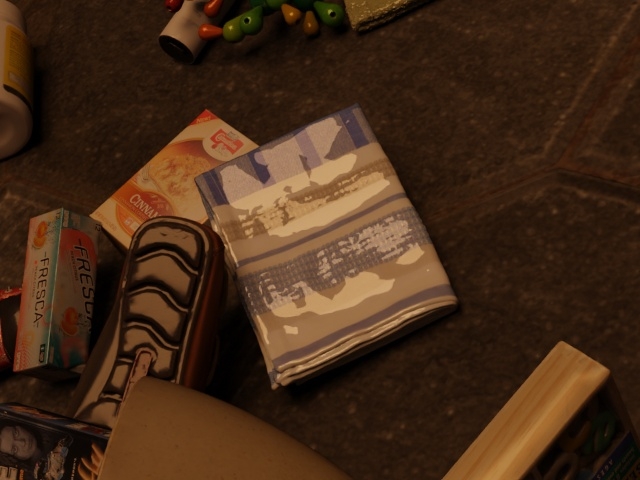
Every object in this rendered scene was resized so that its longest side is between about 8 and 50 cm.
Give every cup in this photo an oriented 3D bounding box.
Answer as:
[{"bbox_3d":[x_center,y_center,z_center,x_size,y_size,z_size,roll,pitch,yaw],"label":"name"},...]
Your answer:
[{"bbox_3d":[-0.062,0.295,1.289,0.237,0.331,0.331,9,55,3],"label":"cup"}]

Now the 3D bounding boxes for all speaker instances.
[{"bbox_3d":[-0.151,-0.291,1.965,0.055,0.055,0.136,13,61,35],"label":"speaker"}]

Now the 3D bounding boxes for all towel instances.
[{"bbox_3d":[0.000,0.000,1.608,0.209,0.034,0.285,-24,58,0],"label":"towel"},{"bbox_3d":[0.094,-0.314,1.872,0.148,0.027,0.110,-25,47,6],"label":"towel"}]

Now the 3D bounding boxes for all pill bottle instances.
[{"bbox_3d":[-0.433,-0.215,2.010,0.119,0.119,0.208,-20,47,13],"label":"pill bottle"}]

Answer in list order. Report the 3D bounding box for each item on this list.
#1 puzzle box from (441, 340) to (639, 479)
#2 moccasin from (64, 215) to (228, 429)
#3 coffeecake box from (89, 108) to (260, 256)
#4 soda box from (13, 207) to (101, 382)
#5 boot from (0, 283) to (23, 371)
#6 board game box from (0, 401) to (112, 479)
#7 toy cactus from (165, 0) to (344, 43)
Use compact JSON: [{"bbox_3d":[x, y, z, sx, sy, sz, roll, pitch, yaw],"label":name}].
[{"bbox_3d":[0.109,0.303,1.184,0.052,0.272,0.409,32,73,37],"label":"puzzle box"},{"bbox_3d":[-0.182,0.165,1.549,0.139,0.147,0.380,7,75,14],"label":"moccasin"},{"bbox_3d":[-0.145,-0.042,1.747,0.185,0.068,0.142,-44,45,-11],"label":"coffeecake box"},{"bbox_3d":[-0.290,0.060,1.704,0.063,0.058,0.183,-14,65,40],"label":"soda box"},{"bbox_3d":[-0.398,0.060,1.791,0.176,0.088,0.244,-27,54,6],"label":"boot"},{"bbox_3d":[-0.255,0.288,1.448,0.165,0.042,0.243,11,94,27],"label":"board game box"},{"bbox_3d":[-0.067,-0.317,1.906,0.219,0.112,0.180,3,38,22],"label":"toy cactus"}]
